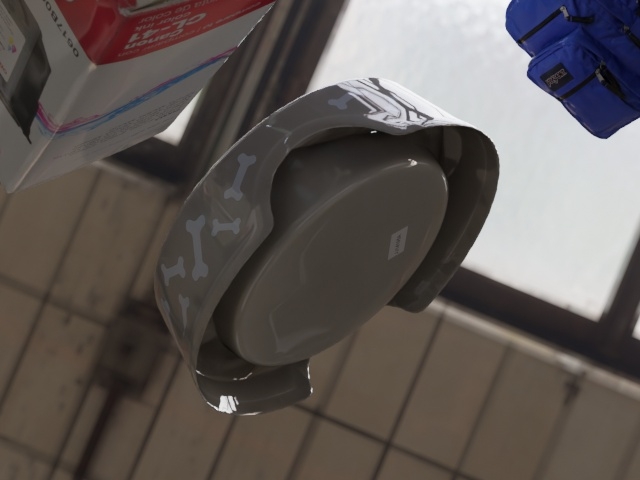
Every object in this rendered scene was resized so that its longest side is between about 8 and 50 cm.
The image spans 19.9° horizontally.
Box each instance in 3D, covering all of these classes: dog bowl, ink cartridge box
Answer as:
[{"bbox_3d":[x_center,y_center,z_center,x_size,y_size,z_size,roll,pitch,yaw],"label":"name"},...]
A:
[{"bbox_3d":[0.000,0.000,1.660,0.102,0.349,0.349,47,9,26],"label":"dog bowl"},{"bbox_3d":[-0.148,-0.185,1.066,0.226,0.131,0.306,62,-28,5],"label":"ink cartridge box"}]

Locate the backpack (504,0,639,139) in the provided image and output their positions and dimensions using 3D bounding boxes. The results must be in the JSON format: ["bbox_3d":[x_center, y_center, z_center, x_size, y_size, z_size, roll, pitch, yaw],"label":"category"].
[{"bbox_3d":[0.181,-0.136,1.181,0.120,0.101,0.098,44,-34,-7],"label":"backpack"}]
